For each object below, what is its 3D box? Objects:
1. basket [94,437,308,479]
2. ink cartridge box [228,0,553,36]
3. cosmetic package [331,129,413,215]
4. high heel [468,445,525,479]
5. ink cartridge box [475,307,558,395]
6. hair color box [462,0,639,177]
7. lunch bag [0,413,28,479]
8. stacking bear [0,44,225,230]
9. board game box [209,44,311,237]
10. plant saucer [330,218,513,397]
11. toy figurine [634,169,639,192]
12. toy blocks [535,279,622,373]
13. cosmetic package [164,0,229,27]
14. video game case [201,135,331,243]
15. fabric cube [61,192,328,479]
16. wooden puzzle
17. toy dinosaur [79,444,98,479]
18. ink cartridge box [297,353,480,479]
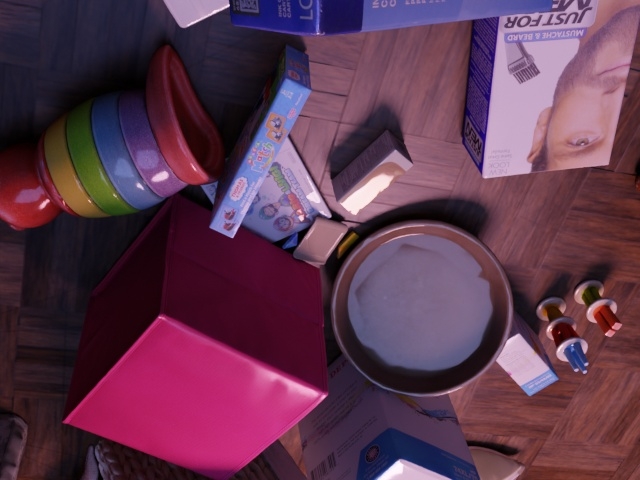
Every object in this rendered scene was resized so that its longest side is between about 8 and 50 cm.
[{"bbox_3d":[-0.170,0.475,1.306,0.267,0.331,0.328,-17,117,-23],"label":"basket"},{"bbox_3d":[0.054,-0.341,0.774,0.396,0.151,0.269,-16,115,-35],"label":"ink cartridge box"},{"bbox_3d":[0.072,-0.095,1.160,0.041,0.060,0.115,36,115,-30],"label":"cosmetic package"},{"bbox_3d":[0.260,0.485,1.625,0.261,0.093,0.186,-2,145,-18],"label":"high heel"},{"bbox_3d":[0.314,0.163,1.362,0.062,0.104,0.181,-35,124,16],"label":"ink cartridge box"},{"bbox_3d":[0.295,-0.254,1.050,0.185,0.110,0.338,-7,129,-6],"label":"hair color box"},{"bbox_3d":[-0.602,0.435,1.332,0.287,0.235,0.169,-29,120,13],"label":"lunch bag"},{"bbox_3d":[-0.289,-0.101,1.044,0.289,0.164,0.175,-18,127,10],"label":"stacking bear"},{"bbox_3d":[-0.076,-0.128,1.034,0.039,0.160,0.211,23,114,-14],"label":"board game box"},{"bbox_3d":[0.154,0.103,1.263,0.278,0.041,0.277,1,99,4],"label":"plant saucer"},{"bbox_3d":[0.588,-0.096,1.199,0.213,0.148,0.209,12,129,-20],"label":"toy figurine"},{"bbox_3d":[0.433,0.143,1.340,0.123,0.148,0.054,-26,126,10],"label":"toy blocks"},{"bbox_3d":[-0.106,-0.355,0.880,0.184,0.151,0.151,-22,127,9],"label":"cosmetic package"},{"bbox_3d":[-0.079,-0.065,1.182,0.143,0.019,0.157,-24,127,9],"label":"video game case"},{"bbox_3d":[-0.171,0.140,1.162,0.258,0.259,0.254,29,123,-25],"label":"fabric cube"},{"bbox_3d":[0.000,0.000,1.225,0.116,0.014,0.078,22,109,-45],"label":"wooden puzzle"},{"bbox_3d":[-0.412,0.517,1.502,0.201,0.127,0.295,-13,122,9],"label":"toy dinosaur"},{"bbox_3d":[0.104,0.337,1.354,0.197,0.270,0.198,30,117,-29],"label":"ink cartridge box"}]
